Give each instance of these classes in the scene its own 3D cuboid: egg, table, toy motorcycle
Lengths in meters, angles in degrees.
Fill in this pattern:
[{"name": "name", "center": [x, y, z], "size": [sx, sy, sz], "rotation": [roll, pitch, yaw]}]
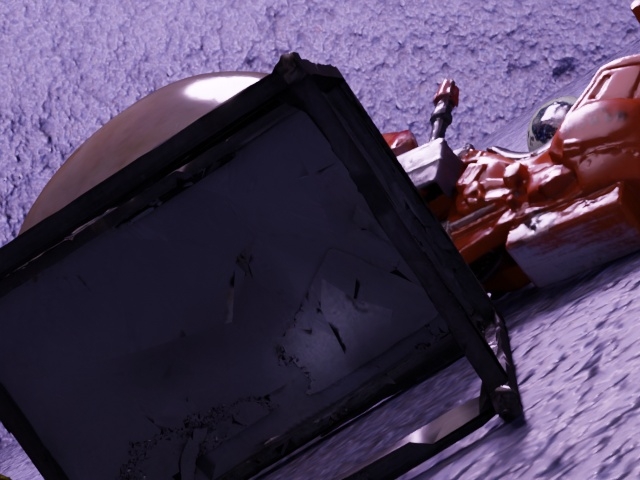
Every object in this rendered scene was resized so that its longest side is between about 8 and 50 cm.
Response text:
[{"name": "egg", "center": [0.253, -0.104, 1.446], "size": [0.085, 0.085, 0.110], "rotation": [-32, 7, 7]}, {"name": "table", "center": [-0.083, 0.070, 0.860], "size": [0.335, 0.222, 0.272], "rotation": [-33, 2, 8]}, {"name": "toy motorcycle", "center": [0.186, -0.061, 1.027], "size": [0.326, 0.148, 0.221], "rotation": [-23, 30, 33]}]

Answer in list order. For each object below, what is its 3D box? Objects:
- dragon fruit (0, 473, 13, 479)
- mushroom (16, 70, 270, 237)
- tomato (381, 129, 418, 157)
[{"name": "dragon fruit", "center": [-0.312, 0.243, 1.238], "size": [0.175, 0.138, 0.142], "rotation": [-18, -33, -53]}, {"name": "mushroom", "center": [-0.088, 0.034, 1.239], "size": [0.362, 0.294, 0.362], "rotation": [-23, 42, 22]}, {"name": "tomato", "center": [-0.001, 0.006, 1.511], "size": [0.309, 0.170, 0.309], "rotation": [-21, 7, 3]}]
